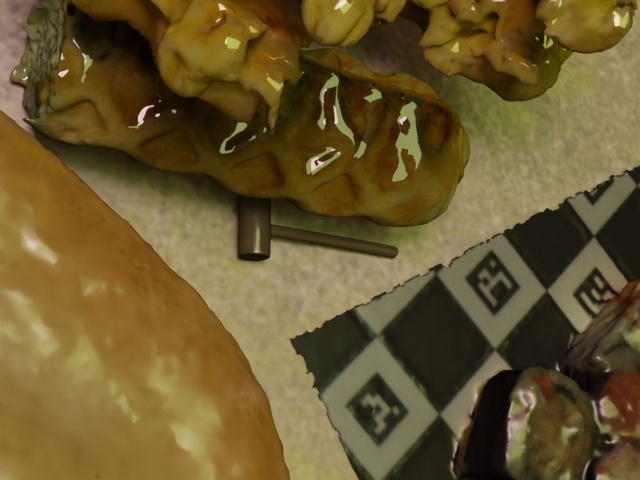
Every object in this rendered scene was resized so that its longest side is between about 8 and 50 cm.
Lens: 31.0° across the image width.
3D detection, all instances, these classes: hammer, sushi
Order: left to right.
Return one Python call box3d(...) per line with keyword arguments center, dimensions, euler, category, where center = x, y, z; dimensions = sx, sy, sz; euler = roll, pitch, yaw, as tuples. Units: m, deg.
box3d(center=(0.000, 0.000, 0.688), dimensions=(0.110, 0.019, 0.036), euler=(11, 72, -32), category="hammer")
box3d(center=(0.195, 0.134, 0.727), dimensions=(0.339, 0.068, 0.320), euler=(-24, 89, -32), category="sushi")

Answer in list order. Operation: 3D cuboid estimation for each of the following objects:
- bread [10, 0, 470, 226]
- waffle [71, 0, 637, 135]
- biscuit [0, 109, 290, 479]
box3d(center=(-0.033, -0.072, 0.646), dimensions=(0.269, 0.098, 0.087), euler=(13, 112, -26), category="bread")
box3d(center=(0.014, -0.176, 0.606), dimensions=(0.324, 0.151, 0.261), euler=(-8, 55, -47), category="waffle")
box3d(center=(-0.211, 0.144, 0.477), dimensions=(0.446, 0.104, 0.429), euler=(43, 60, -12), category="biscuit")
